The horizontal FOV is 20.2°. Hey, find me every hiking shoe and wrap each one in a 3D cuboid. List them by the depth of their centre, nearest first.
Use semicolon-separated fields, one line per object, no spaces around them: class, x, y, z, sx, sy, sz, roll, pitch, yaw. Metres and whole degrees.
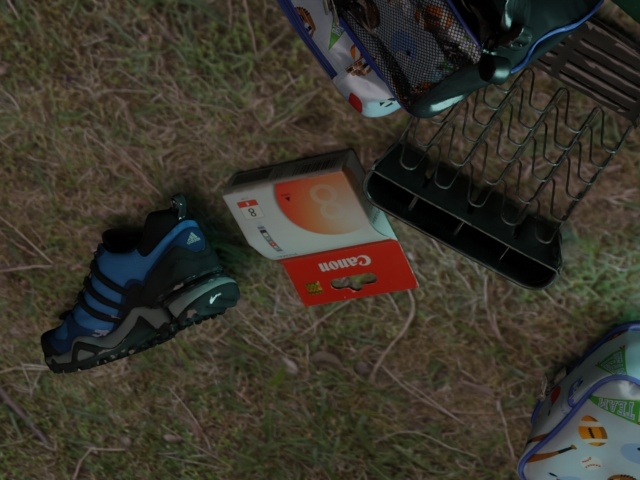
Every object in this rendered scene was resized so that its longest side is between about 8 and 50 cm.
hiking shoe;-0.207;0.053;1.948;0.304;0.113;0.132;-25;85;42

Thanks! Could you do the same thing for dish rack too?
dish rack;0.183;-0.100;1.669;0.208;0.074;0.271;28;132;-3

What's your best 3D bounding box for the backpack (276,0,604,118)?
backpack;0.082;-0.248;1.482;0.213;0.276;0.263;-26;97;34

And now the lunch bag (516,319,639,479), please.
lunch bag;0.359;0.222;1.836;0.303;0.115;0.243;30;134;-5

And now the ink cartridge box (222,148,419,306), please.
ink cartridge box;0.000;0.000;1.843;0.145;0.045;0.179;-11;120;29

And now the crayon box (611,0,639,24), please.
crayon box;0.331;-0.297;1.285;0.083;0.203;0.323;38;157;-11
